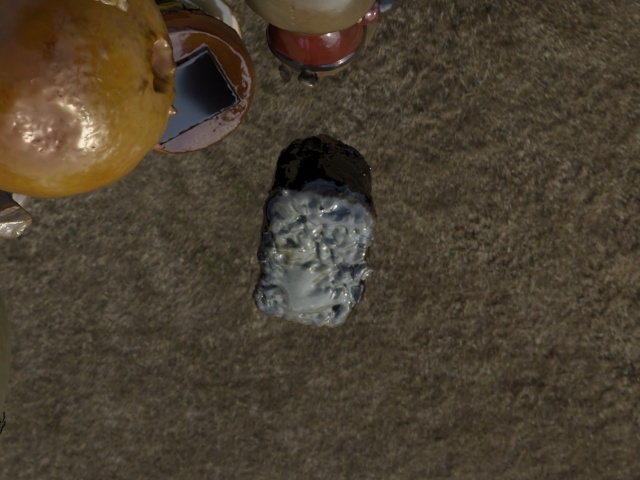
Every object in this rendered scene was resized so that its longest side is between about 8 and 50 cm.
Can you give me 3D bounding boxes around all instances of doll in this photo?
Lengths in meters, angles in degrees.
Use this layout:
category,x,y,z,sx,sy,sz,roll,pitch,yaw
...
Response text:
category,x,y,z,sx,sy,sz,roll,pitch,yaw
doll,-0.016,-0.324,0.912,0.234,0.330,0.174,15,79,9

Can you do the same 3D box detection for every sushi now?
category,x,y,z,sx,sy,sz,roll,pitch,yaw
sushi,0.000,0.000,1.096,0.196,0.182,0.344,15,135,5

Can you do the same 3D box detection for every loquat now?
category,x,y,z,sx,sy,sz,roll,pitch,yaw
loquat,-0.342,-0.212,0.844,0.328,0.328,0.329,4,119,7

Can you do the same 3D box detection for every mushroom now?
category,x,y,z,sx,sy,sz,roll,pitch,yaw
mushroom,-0.686,-0.082,1.423,0.204,0.204,0.204,4,119,7

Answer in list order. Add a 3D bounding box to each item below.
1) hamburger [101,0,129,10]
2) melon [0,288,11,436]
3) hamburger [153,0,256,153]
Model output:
category,x,y,z,sx,sy,sz,roll,pitch,yaw
hamburger,-0.228,-0.287,0.473,0.286,0.243,0.146,33,105,-12
melon,-0.357,0.116,0.460,0.268,0.331,0.268,9,162,3
hamburger,-0.258,-0.308,1.191,0.290,0.225,0.291,-17,145,-13
